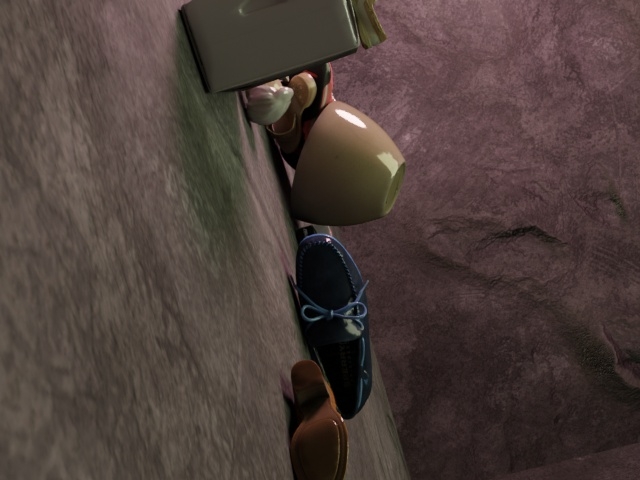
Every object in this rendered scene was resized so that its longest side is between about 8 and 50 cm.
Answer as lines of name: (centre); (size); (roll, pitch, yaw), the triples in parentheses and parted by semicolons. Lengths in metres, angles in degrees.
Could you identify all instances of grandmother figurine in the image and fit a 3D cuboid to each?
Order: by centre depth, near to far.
grandmother figurine: (-0.111, -0.382, 1.352); (0.208, 0.104, 0.342); (-2, 85, -40)

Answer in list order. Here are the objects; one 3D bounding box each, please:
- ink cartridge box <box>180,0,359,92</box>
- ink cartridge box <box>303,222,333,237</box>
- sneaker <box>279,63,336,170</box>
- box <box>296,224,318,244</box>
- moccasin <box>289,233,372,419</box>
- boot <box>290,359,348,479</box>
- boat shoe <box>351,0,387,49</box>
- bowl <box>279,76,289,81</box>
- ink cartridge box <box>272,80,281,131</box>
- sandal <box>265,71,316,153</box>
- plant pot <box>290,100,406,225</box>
ink cartridge box: (-0.062, -0.316, 1.112); (0.306, 0.226, 0.131); (-81, 154, -76)
ink cartridge box: (0.000, 0.000, 1.790); (0.029, 0.063, 0.115); (50, 25, -76)
sneaker: (-0.015, -0.306, 1.669); (0.116, 0.136, 0.314); (35, -38, 20)
box: (0.000, 0.080, 1.646); (0.184, 0.045, 0.191); (54, 22, -71)
moccasin: (0.038, 0.157, 1.306); (0.117, 0.137, 0.342); (-73, 147, -73)
boot: (0.008, 0.273, 0.970); (0.152, 0.073, 0.197); (76, 5, -47)
boat shoe: (0.067, -0.362, 1.109); (0.050, 0.045, 0.135); (-92, 165, -70)
bowl: (-0.126, -0.399, 1.504); (0.170, 0.080, 0.170); (-15, 90, -85)
ink cartridge box: (-0.099, -0.340, 1.749); (0.180, 0.060, 0.104); (-96, 170, -63)
sandal: (-0.084, -0.264, 1.585); (0.088, 0.079, 0.240); (50, -33, 14)
plant pot: (0.081, -0.148, 1.637); (0.284, 0.191, 0.284); (21, 90, -76)
